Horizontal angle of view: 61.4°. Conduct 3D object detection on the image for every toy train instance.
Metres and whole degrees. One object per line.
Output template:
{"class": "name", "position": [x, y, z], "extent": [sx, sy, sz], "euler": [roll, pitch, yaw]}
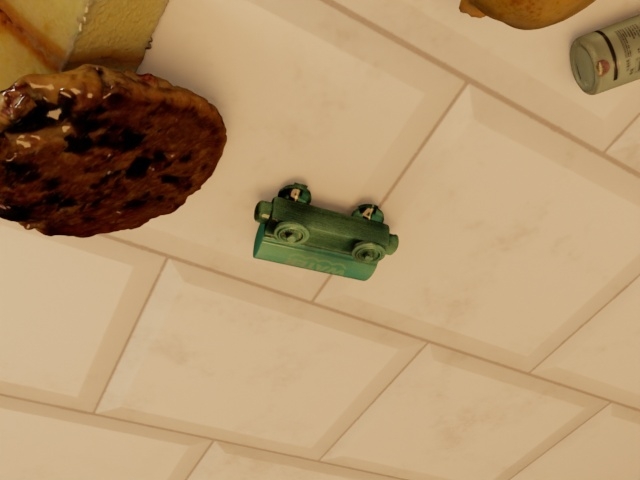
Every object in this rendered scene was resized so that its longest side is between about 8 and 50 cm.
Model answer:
{"class": "toy train", "position": [0.000, 0.000, 0.908], "extent": [0.248, 0.101, 0.159], "euler": [14, 140, -16]}

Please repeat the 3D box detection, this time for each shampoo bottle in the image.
{"class": "shampoo bottle", "position": [0.490, -0.284, 0.739], "extent": [0.263, 0.085, 0.085], "euler": [-19, 127, 8]}

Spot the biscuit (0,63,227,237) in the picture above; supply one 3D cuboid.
{"class": "biscuit", "position": [-0.287, -0.112, 0.714], "extent": [0.289, 0.081, 0.334], "euler": [-41, 156, 27]}

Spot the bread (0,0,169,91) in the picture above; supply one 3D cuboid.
{"class": "bread", "position": [-0.330, -0.282, 0.686], "extent": [0.178, 0.135, 0.240], "euler": [42, 119, 6]}

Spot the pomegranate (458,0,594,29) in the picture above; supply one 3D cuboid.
{"class": "pomegranate", "position": [0.236, -0.349, 0.579], "extent": [0.233, 0.233, 0.233], "euler": [-3, 128, -4]}
